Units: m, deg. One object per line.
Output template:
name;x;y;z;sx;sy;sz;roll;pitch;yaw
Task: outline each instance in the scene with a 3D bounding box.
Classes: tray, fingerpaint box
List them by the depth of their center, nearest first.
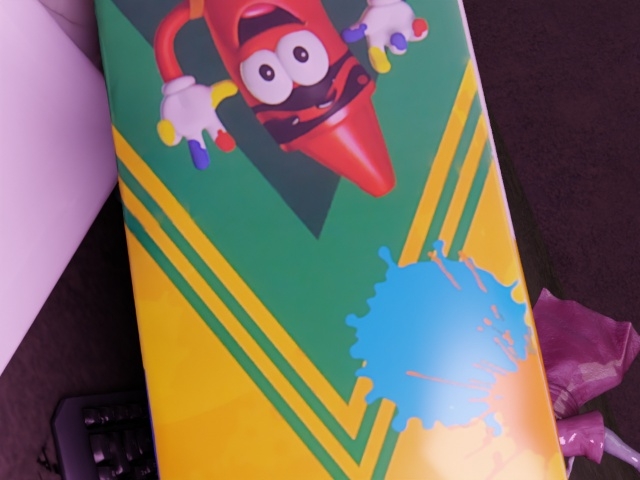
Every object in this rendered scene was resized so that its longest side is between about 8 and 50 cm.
tray;-0.185;0.001;0.443;0.145;0.030;0.270;52;49;-38
fingerpaint box;0.000;0.000;0.613;0.445;0.163;0.371;74;5;-78

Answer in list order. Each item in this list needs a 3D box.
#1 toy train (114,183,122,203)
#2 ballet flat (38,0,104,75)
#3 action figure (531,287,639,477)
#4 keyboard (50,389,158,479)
toy train;-0.147;-0.081;0.739;0.166;0.046;0.125;47;28;-46
ballet flat;-0.160;-0.166;0.625;0.139;0.139;0.400;57;26;-26
action figure;0.279;0.209;1.281;0.275;0.248;0.370;40;41;-7
keyboard;-0.064;0.245;0.628;0.201;0.033;0.317;14;57;-67
